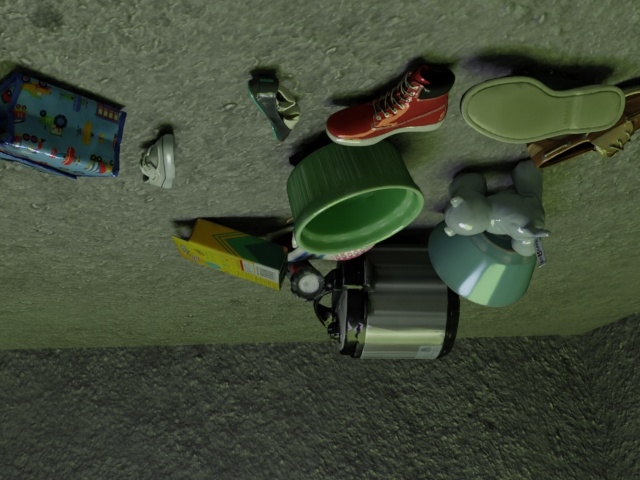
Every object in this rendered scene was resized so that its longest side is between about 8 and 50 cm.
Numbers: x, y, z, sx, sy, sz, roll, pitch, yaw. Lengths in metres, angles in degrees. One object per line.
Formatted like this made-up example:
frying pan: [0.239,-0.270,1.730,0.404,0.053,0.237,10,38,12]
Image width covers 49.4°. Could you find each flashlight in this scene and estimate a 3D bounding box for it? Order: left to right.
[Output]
flashlight: [-0.060,0.107,2.104,0.103,0.103,0.304,-11,-170,-10]

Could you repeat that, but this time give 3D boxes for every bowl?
bowl: [0.469,0.010,1.898,0.312,0.311,0.163,3,144,-18]

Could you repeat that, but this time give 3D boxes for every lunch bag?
lunch bag: [-0.558,-0.197,1.350,0.293,0.138,0.221,-5,166,42]

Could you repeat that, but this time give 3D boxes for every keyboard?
keyboard: [0.004,-0.194,1.560,0.100,0.038,0.192,14,153,-41]

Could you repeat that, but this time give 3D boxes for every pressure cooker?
pressure cooker: [0.189,0.184,2.150,0.421,0.369,0.375,0,-162,-4]

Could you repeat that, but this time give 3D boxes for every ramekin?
ramekin: [0.069,-0.103,1.576,0.304,0.148,0.303,-16,157,-7]

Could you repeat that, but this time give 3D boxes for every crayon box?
crayon box: [-0.253,0.035,1.992,0.319,0.081,0.202,18,161,3]

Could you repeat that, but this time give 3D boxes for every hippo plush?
hippo plush: [0.427,-0.053,1.727,0.237,0.294,0.234,0,140,11]

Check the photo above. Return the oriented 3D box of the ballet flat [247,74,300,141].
ballet flat: [-0.077,-0.251,1.336,0.074,0.074,0.203,-8,158,11]

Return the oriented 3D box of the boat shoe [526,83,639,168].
boat shoe: [0.588,-0.227,1.444,0.324,0.119,0.123,-15,163,31]

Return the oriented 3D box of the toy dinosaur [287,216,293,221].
toy dinosaur: [0.005,-0.110,1.790,0.112,0.064,0.211,16,145,-16]

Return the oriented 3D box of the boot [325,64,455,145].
boot: [0.128,-0.264,1.318,0.244,0.088,0.176,-12,161,-2]

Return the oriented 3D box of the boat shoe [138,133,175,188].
boat shoe: [-0.355,-0.162,1.506,0.076,0.083,0.226,0,161,-14]

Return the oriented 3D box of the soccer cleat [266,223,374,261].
soccer cleat: [0.000,0.000,1.989,0.331,0.116,0.143,-10,163,19]

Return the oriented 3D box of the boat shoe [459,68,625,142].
boat shoe: [0.407,-0.267,1.331,0.340,0.113,0.127,-8,118,-14]
